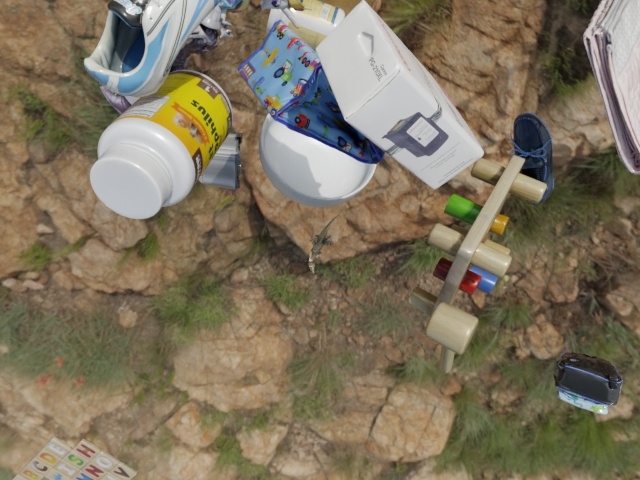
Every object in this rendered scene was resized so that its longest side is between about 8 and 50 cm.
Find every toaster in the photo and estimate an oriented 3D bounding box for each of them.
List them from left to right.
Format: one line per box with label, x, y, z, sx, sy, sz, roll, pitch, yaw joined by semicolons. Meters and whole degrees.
toaster;-0.342;-0.276;1.656;0.147;0.129;0.227;3;146;-7

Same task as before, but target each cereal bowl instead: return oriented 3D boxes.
cereal bowl;-0.015;-0.241;1.393;0.339;0.338;0.141;21;156;-7

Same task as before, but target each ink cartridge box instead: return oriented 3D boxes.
ink cartridge box;0.118;-0.206;0.721;0.100;0.171;0.237;-37;140;25

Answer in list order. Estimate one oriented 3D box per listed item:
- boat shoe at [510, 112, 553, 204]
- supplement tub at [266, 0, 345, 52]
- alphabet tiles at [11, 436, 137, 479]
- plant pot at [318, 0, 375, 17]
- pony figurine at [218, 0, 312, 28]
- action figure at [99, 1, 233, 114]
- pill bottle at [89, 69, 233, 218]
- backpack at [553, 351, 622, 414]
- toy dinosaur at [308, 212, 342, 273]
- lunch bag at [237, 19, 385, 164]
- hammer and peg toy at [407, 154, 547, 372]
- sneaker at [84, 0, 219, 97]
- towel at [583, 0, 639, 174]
boat shoe;0.582;-0.217;1.320;0.109;0.089;0.258;-7;117;48
supplement tub;-0.043;-0.623;1.406;0.200;0.144;0.144;18;124;-7
alphabet tiles;-0.457;0.462;0.930;0.198;0.009;0.237;40;117;-14
plant pot;0.021;-0.697;1.572;0.237;0.237;0.254;20;119;-6
pony figurine;-0.214;-0.654;1.106;0.364;0.302;0.350;-10;114;-6
action figure;-0.267;-0.328;0.867;0.285;0.185;0.099;-36;84;31
pill bottle;-0.196;-0.123;0.616;0.118;0.214;0.117;7;131;8
backpack;0.474;0.251;0.874;0.105;0.114;0.084;14;102;25
toy dinosaur;0.000;0.000;1.291;0.053;0.092;0.183;26;92;-4
lunch bag;0.005;-0.272;1.004;0.138;0.221;0.293;-45;138;14
hammer and peg toy;0.237;0.050;0.832;0.128;0.361;0.265;27;147;18
sneaker;-0.166;-0.259;0.511;0.085;0.086;0.237;36;104;9
towel;0.631;-0.353;0.975;0.054;0.331;0.317;-1;134;48
